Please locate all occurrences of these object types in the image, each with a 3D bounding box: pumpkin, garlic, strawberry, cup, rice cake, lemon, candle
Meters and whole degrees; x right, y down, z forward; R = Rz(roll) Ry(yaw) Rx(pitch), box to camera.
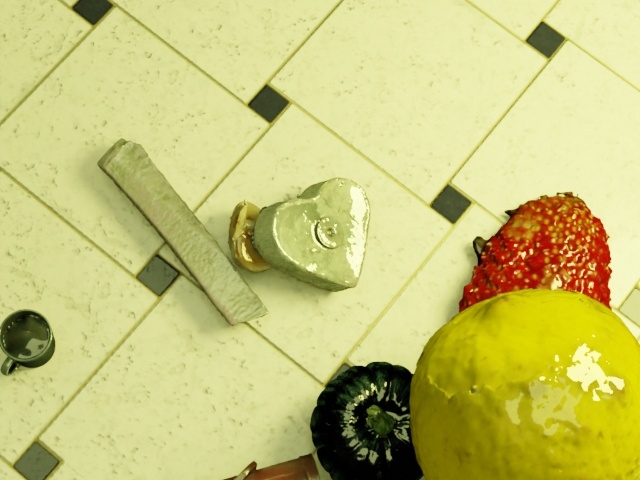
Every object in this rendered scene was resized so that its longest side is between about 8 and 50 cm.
[{"bbox_3d":[0.081,0.271,1.889,0.194,0.150,0.194,-5,101,-24],"label":"pumpkin"},{"bbox_3d":[-0.104,-0.004,1.998,0.094,0.074,0.113,18,65,-35],"label":"garlic"},{"bbox_3d":[0.332,0.048,1.973,0.233,0.138,0.306,7,74,1],"label":"strawberry"},{"bbox_3d":[-0.435,0.157,1.928,0.078,0.077,0.100,32,73,7],"label":"cup"},{"bbox_3d":[-0.208,-0.010,2.003,0.073,0.056,0.365,-39,79,-8],"label":"rice cake"},{"bbox_3d":[0.293,0.249,1.755,0.350,0.350,0.387,-22,112,-10],"label":"lemon"},{"bbox_3d":[0.000,0.000,1.981,0.192,0.068,0.168,-30,97,-32],"label":"candle"}]

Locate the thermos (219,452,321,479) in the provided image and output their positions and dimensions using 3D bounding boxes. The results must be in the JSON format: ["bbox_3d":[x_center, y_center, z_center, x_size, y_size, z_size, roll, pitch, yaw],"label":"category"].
[{"bbox_3d":[-0.110,0.382,1.862,0.232,0.099,0.124,-15,75,-9],"label":"thermos"}]
